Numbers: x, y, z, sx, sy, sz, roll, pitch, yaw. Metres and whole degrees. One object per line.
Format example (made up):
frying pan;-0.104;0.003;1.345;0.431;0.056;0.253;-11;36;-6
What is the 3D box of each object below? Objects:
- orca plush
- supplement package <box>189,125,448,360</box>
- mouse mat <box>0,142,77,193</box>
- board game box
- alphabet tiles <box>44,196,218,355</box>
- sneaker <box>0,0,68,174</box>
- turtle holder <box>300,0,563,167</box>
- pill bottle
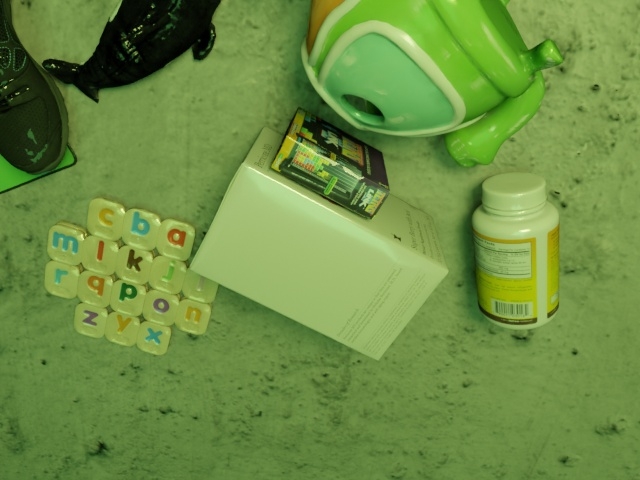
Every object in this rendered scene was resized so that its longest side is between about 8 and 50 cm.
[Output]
orca plush;-0.239;-0.275;0.667;0.288;0.102;0.151;-19;114;13
supplement package;0.000;0.000;0.748;0.293;0.177;0.175;27;116;-10
mouse mat;-0.483;-0.155;0.800;0.190;0.007;0.152;-17;114;13
board game box;0.016;-0.108;0.696;0.141;0.170;0.048;25;114;-10
alphabet tiles;-0.318;0.067;0.892;0.284;0.021;0.277;17;117;-4
sneaker;-0.442;-0.237;0.675;0.125;0.139;0.340;-9;114;7
turtle holder;0.125;-0.233;0.616;0.228;0.320;0.243;-30;68;32
pill bottle;0.284;0.014;0.769;0.118;0.117;0.214;-8;116;8
